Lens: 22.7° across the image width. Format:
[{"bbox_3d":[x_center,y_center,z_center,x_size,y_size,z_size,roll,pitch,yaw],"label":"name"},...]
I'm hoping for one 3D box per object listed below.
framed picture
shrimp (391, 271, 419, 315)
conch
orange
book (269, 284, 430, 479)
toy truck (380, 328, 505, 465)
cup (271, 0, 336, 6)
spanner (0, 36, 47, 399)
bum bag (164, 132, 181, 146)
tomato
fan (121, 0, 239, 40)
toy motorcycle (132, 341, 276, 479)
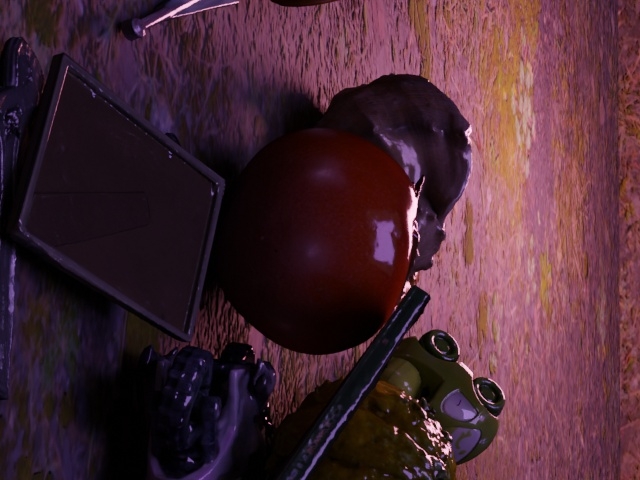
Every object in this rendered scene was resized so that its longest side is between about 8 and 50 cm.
[{"bbox_3d":[-0.183,-0.034,1.508,0.260,0.023,0.189,37,54,-46],"label":"framed picture"},{"bbox_3d":[0.105,0.049,2.260,0.294,0.062,0.154,-55,142,-58],"label":"shrimp"},{"bbox_3d":[0.063,-0.097,1.990,0.186,0.263,0.324,19,34,-46],"label":"conch"},{"bbox_3d":[0.059,0.322,1.918,0.300,0.223,0.301,-45,129,-54],"label":"orange"},{"bbox_3d":[-0.019,0.233,1.658,0.371,0.043,0.260,-53,174,-28],"label":"book"},{"bbox_3d":[0.132,0.228,2.175,0.210,0.148,0.187,-13,61,-45],"label":"toy truck"},{"bbox_3d":[-0.039,-0.408,1.851,0.226,0.182,0.264,-23,114,-29],"label":"cup"},{"bbox_3d":[-0.280,-0.022,1.411,0.093,0.026,0.325,17,73,-67],"label":"spanner"},{"bbox_3d":[-0.184,-0.039,1.589,0.232,0.060,0.107,-36,116,-64],"label":"bum bag"},{"bbox_3d":[0.000,0.000,1.779,0.256,0.224,0.256,-157,-90,-80],"label":"tomato"},{"bbox_3d":[-0.147,-0.256,1.746,0.282,0.023,0.057,-48,130,-60],"label":"fan"},{"bbox_3d":[-0.119,0.199,1.636,0.327,0.143,0.188,18,79,-81],"label":"toy motorcycle"}]
